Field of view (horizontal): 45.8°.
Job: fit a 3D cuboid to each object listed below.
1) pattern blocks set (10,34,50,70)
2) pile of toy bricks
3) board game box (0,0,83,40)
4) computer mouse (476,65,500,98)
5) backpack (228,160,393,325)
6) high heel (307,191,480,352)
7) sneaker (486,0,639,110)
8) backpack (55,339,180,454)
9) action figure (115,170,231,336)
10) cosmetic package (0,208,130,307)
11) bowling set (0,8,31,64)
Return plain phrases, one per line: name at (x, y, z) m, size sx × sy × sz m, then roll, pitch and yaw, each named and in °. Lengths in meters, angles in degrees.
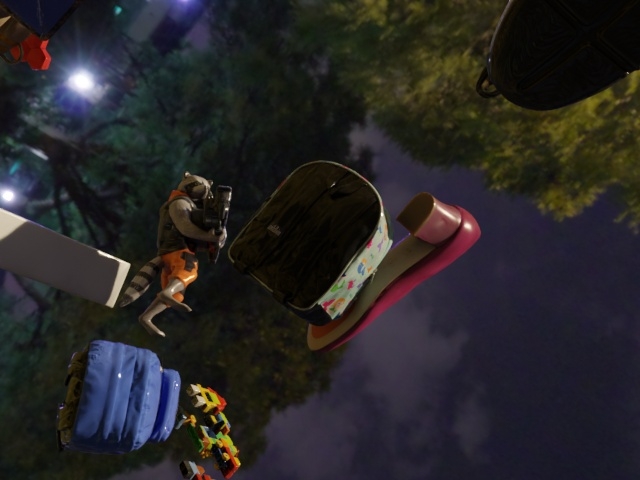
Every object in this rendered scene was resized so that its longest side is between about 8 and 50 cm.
pattern blocks set at (-0.654, -0.471, 1.464) m, size 0.285 × 0.325 × 0.026 m, roll -7°, pitch -176°, yaw 15°
pile of toy bricks at (-0.199, 0.381, 1.427) m, size 0.118 × 0.105 × 0.212 m, roll -51°, pitch -137°, yaw 11°
board game box at (-0.251, -0.366, 0.788) m, size 0.232 × 0.141 × 0.291 m, roll -43°, pitch -154°, yaw 13°
computer mouse at (0.305, -0.322, 1.145) m, size 0.242 × 0.071 × 0.041 m, roll -63°, pitch 177°, yaw -4°
backpack at (0.000, 0.000, 1.311) m, size 0.225 × 0.191 × 0.254 m, roll 34°, pitch -94°, yaw 28°
high heel at (0.140, 0.087, 1.409) m, size 0.377 × 0.181 × 0.127 m, roll -47°, pitch -135°, yaw 18°
sneaker at (0.340, -0.350, 0.871) m, size 0.447 × 0.169 × 0.257 m, roll -50°, pitch -163°, yaw 12°
backpack at (-0.171, 0.133, 0.648) m, size 0.120 × 0.101 × 0.098 m, roll 133°, pitch -39°, yaw -66°
action figure at (-0.284, -0.004, 1.546) m, size 0.341 × 0.178 × 0.330 m, roll 117°, pitch -15°, yaw -60°
cosmetic package at (-0.572, -0.004, 1.338) m, size 0.284 × 0.377 × 0.098 m, roll 11°, pitch -103°, yaw 38°
bowling set at (-0.440, -0.264, 0.836) m, size 0.154 × 0.287 × 0.200 m, roll -42°, pitch -138°, yaw 13°
